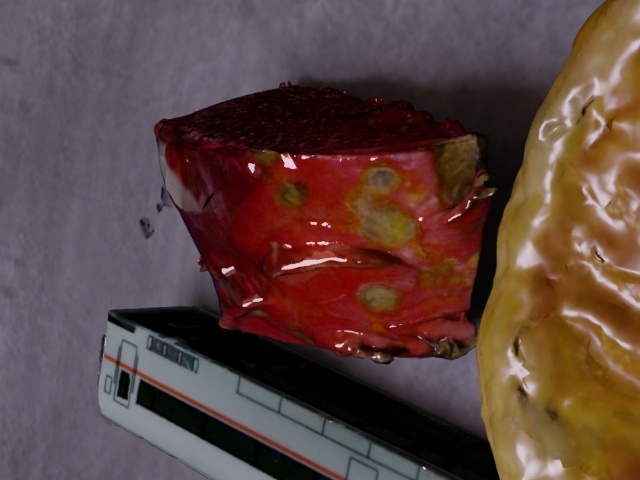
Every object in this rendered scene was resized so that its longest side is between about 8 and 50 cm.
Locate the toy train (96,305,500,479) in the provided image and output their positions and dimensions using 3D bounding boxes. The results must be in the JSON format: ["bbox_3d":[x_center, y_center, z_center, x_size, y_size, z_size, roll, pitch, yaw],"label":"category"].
[{"bbox_3d":[0.030,0.139,0.818,0.407,0.086,0.088,21,103,38],"label":"toy train"}]

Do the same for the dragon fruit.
[{"bbox_3d":[-0.009,0.008,0.782,0.274,0.126,0.161,26,130,63],"label":"dragon fruit"}]

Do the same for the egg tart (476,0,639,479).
[{"bbox_3d":[0.235,0.038,0.585,0.387,0.169,0.388,-8,79,46],"label":"egg tart"}]
